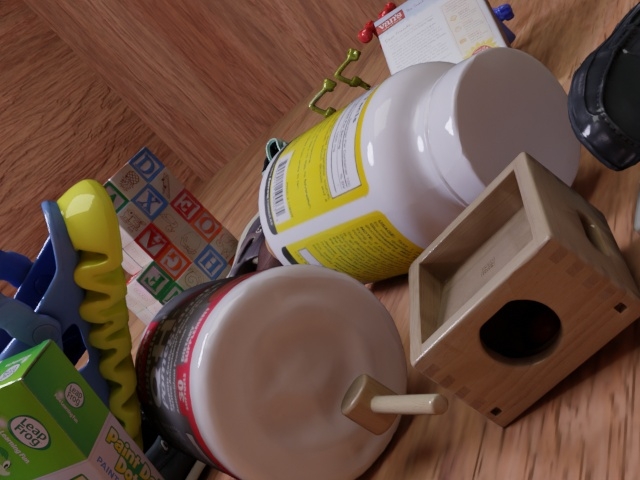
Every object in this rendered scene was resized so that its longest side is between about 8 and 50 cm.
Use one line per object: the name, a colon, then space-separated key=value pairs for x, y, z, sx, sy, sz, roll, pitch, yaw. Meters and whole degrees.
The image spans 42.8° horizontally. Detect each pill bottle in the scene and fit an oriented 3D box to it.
pill bottle: x=0.086 y=-0.063 z=0.818 sx=0.188 sy=0.188 sz=0.334 roll=-51 pitch=15 yaw=-28
pill bottle: x=-0.071 y=0.120 z=0.749 sx=0.176 sy=0.176 sz=0.318 roll=-49 pitch=14 yaw=-21

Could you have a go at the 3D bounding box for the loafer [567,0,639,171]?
loafer: x=0.242 y=-0.131 z=0.600 sx=0.078 sy=0.076 sz=0.223 roll=-45 pitch=5 yaw=48

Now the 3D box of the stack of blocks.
stack of blocks: x=-0.226 y=0.030 z=1.232 sx=0.087 sy=0.297 sz=0.171 roll=-27 pitch=20 yaw=51

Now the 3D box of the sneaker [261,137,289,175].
sneaker: x=-0.015 y=-0.154 z=1.484 sx=0.094 sy=0.151 sz=0.256 roll=-36 pitch=14 yaw=37

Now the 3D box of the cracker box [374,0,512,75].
cracker box: x=0.176 y=-0.251 z=1.114 sx=0.155 sy=0.067 sz=0.232 roll=-29 pitch=50 yaw=21

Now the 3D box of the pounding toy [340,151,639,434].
pounding toy: x=0.111 y=0.073 z=0.556 sx=0.206 sy=0.094 sz=0.181 roll=-48 pitch=15 yaw=26

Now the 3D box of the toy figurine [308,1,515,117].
toy figurine: x=0.178 y=-0.281 z=1.243 sx=0.362 sy=0.191 sz=0.217 roll=-50 pitch=19 yaw=-18

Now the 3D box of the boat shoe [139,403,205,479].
boat shoe: x=-0.196 y=0.234 z=0.912 sx=0.127 sy=0.113 sz=0.340 roll=-39 pitch=14 yaw=29

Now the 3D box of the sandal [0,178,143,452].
sandal: x=-0.231 y=0.106 z=0.711 sx=0.138 sy=0.318 sz=0.126 roll=-10 pitch=21 yaw=-19

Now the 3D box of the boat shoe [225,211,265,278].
boat shoe: x=-0.084 y=0.046 z=1.206 sx=0.092 sy=0.103 sz=0.285 roll=-18 pitch=32 yaw=52

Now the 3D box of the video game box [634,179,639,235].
video game box: x=0.308 y=-0.092 z=0.544 sx=0.187 sy=0.048 sz=0.205 roll=-37 pitch=14 yaw=41

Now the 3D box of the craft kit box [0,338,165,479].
craft kit box: x=-0.249 y=0.226 z=0.689 sx=0.246 sy=0.250 sz=0.061 roll=-24 pitch=21 yaw=22

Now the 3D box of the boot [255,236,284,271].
boot: x=0.000 y=0.000 z=1.096 sx=0.248 sy=0.090 sz=0.207 roll=-24 pitch=-26 yaw=-47
